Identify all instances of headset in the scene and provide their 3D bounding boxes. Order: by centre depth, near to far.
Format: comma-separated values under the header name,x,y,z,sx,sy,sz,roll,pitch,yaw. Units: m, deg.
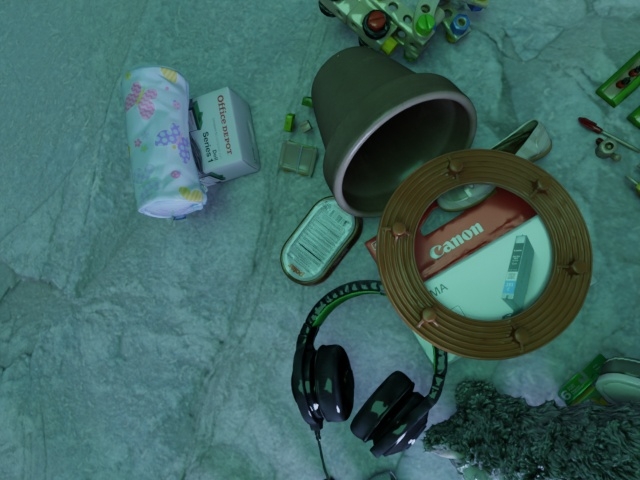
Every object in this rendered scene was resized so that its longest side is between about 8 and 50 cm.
name,x,y,z,sx,sy,sz,roll,pitch,yaw
headset,0.064,0.264,0.829,0.243,0.185,0.394,19,84,19

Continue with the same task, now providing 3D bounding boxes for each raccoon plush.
name,x,y,z,sx,sy,sz,roll,pitch,yaw
raccoon plush,0.341,0.232,0.680,0.299,0.216,0.447,35,120,27

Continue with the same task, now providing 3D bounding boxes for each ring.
name,x,y,z,sx,sy,sz,roll,pitch,yaw
ring,0.255,0.014,0.769,0.336,0.032,0.337,0,78,1

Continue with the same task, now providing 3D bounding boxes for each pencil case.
name,x,y,z,sx,sy,sz,roll,pitch,yaw
pencil case,-0.288,-0.178,0.909,0.124,0.113,0.273,-12,82,4

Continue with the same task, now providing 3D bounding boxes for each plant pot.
name,x,y,z,sx,sy,sz,roll,pitch,yaw
plant pot,0.095,-0.206,0.857,0.263,0.263,0.229,-36,57,9

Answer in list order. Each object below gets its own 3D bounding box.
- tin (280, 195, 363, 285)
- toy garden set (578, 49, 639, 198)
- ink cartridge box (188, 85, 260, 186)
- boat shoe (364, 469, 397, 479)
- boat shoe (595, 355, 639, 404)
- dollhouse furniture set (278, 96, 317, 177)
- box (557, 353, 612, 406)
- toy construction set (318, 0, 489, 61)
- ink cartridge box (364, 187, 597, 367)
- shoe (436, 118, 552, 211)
name,x,y,z,sx,sy,sz,roll,pitch,yaw
tin,0.000,0.000,0.945,0.106,0.040,0.190,38,94,21
toy garden set,0.550,-0.175,0.805,0.204,0.049,0.244,-43,74,7
ink cartridge box,-0.249,-0.195,1.008,0.219,0.092,0.160,-15,80,14
boat shoe,0.151,0.492,0.817,0.081,0.079,0.228,-38,72,12
boat shoe,0.538,0.219,0.706,0.304,0.109,0.091,20,65,-2
dollhouse furniture set,-0.032,-0.206,0.986,0.076,0.058,0.152,15,107,10
box,0.475,0.275,0.774,0.105,0.043,0.179,-46,72,5
toy construction set,0.121,-0.456,0.901,0.327,0.151,0.215,41,85,17
ink cartridge box,0.256,0.035,0.853,0.296,0.066,0.261,-33,76,10
shoe,0.290,-0.129,0.853,0.219,0.058,0.077,-35,49,7
